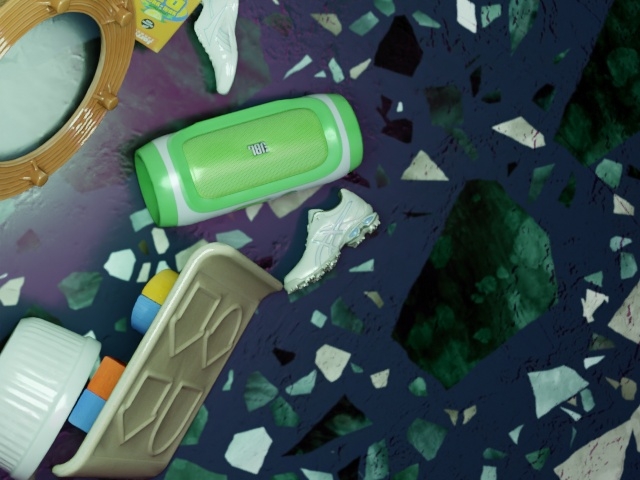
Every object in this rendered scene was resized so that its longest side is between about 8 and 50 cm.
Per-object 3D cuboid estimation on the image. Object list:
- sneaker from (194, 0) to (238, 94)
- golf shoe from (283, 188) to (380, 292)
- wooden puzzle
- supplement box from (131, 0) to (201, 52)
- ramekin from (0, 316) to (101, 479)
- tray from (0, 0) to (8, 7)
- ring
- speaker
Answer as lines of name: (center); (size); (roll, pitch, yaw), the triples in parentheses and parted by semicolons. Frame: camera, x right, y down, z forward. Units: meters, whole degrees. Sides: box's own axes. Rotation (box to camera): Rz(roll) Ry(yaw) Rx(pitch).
sneaker: (-0.143, -0.276, 1.740); (0.061, 0.054, 0.152); (-1, 91, -10)
golf shoe: (0.000, 0.000, 1.825); (0.176, 0.069, 0.086); (-42, 88, -13)
wooden puzzle: (-0.204, 0.160, 1.664); (0.080, 0.322, 0.348); (33, 87, 16)
supplement box: (-0.176, -0.346, 1.626); (0.078, 0.233, 0.080); (29, 48, -20)
ramekin: (-0.380, 0.197, 1.637); (0.109, 0.207, 0.207); (30, 86, -11)
tray: (-0.476, -0.241, 1.539); (0.076, 0.203, 0.411); (28, 87, -38)
ring: (-0.338, -0.182, 1.556); (0.032, 0.336, 0.336); (36, 83, 17)
speaker: (-0.097, -0.112, 1.734); (0.297, 0.131, 0.131); (-18, 102, -16)
